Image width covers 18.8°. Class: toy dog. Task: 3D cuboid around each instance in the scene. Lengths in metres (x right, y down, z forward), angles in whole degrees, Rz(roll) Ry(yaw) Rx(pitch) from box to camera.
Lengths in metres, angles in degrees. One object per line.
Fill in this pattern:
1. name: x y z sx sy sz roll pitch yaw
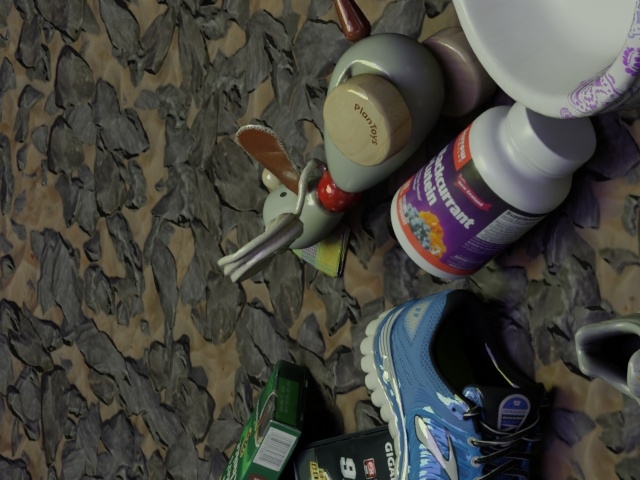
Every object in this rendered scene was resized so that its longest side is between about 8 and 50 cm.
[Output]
1. toy dog: 0.011 -0.119 1.865 0.333 0.220 0.161 -39 82 32

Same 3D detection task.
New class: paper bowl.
1. paper bowl: 0.234 -0.248 1.581 0.284 0.148 0.284 31 127 53

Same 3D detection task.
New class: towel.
1. towel: 0.000 0.000 2.021 0.083 0.009 0.060 27 114 48

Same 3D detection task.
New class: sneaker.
1. sneaker: 0.139 0.196 1.771 0.147 0.130 0.330 -37 64 48
2. sneaker: 0.315 0.114 1.552 0.262 0.121 0.099 10 99 49

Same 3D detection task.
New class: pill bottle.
1. pill bottle: 0.158 -0.054 1.745 0.193 0.108 0.108 -43 60 43

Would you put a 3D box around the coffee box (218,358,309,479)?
1. coffee box: -0.066 0.230 2.050 0.113 0.040 0.184 -83 16 -57

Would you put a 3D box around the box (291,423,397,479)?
1. box: 0.057 0.301 1.938 0.175 0.051 0.220 -20 77 50
